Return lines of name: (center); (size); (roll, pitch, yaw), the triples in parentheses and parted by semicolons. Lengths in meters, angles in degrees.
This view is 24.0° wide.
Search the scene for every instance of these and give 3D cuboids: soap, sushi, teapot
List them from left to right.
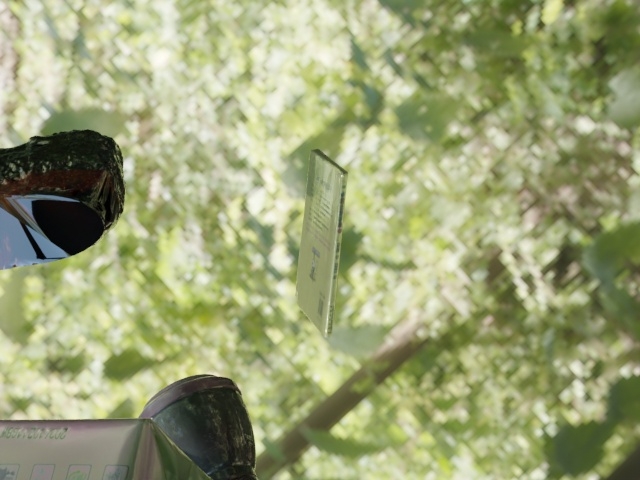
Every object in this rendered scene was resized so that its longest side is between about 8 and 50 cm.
sushi: (-0.338, -0.049, 1.791); (0.126, 0.225, 0.136); (-82, -22, -50)
soap: (-0.203, 0.245, 1.301); (0.199, 0.138, 0.182); (-2, 146, 24)
teapot: (-0.125, 0.217, 1.530); (0.148, 0.116, 0.146); (11, -136, -52)

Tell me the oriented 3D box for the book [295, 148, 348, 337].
book: (0.000, 0.000, 1.759); (0.168, 0.013, 0.192); (-134, 49, -72)
